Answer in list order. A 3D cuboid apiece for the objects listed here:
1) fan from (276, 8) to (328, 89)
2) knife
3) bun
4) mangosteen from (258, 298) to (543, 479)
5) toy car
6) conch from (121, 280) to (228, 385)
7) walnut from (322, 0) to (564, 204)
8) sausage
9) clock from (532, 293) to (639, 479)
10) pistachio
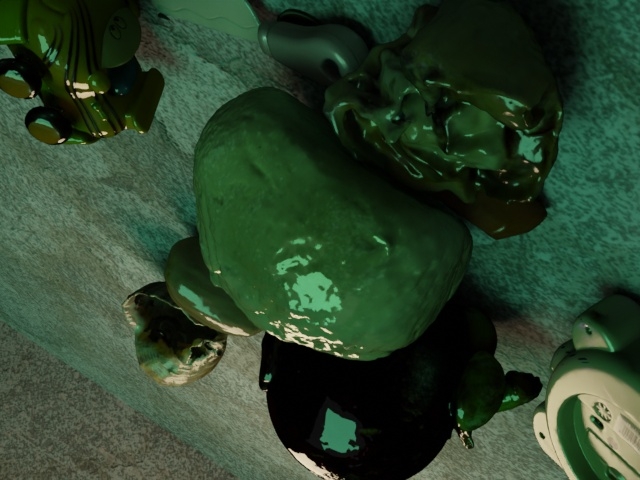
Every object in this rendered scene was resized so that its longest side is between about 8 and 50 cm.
[{"bbox_3d":[-0.006,-0.202,1.227,0.085,0.005,0.133,21,152,32],"label":"fan"},{"bbox_3d":[-0.085,-0.238,1.221,0.335,0.043,0.081,24,147,33],"label":"knife"},{"bbox_3d":[0.000,0.000,1.228,0.349,0.227,0.352,33,-174,-40],"label":"bun"},{"bbox_3d":[0.096,0.182,1.484,0.359,0.306,0.306,11,157,-6],"label":"mangosteen"},{"bbox_3d":[-0.282,-0.229,1.348,0.142,0.200,0.248,1,147,18],"label":"toy car"},{"bbox_3d":[-0.249,0.159,2.076,0.291,0.159,0.210,-21,99,47],"label":"conch"},{"bbox_3d":[0.133,-0.130,1.012,0.204,0.141,0.238,30,159,-20],"label":"walnut"},{"bbox_3d":[0.163,-0.059,1.174,0.179,0.089,0.089,37,158,-25],"label":"sausage"},{"bbox_3d":[0.381,0.225,1.305,0.284,0.114,0.309,46,154,32],"label":"clock"},{"bbox_3d":[-0.171,0.079,1.865,0.206,0.131,0.129,34,-158,-9],"label":"pistachio"}]
